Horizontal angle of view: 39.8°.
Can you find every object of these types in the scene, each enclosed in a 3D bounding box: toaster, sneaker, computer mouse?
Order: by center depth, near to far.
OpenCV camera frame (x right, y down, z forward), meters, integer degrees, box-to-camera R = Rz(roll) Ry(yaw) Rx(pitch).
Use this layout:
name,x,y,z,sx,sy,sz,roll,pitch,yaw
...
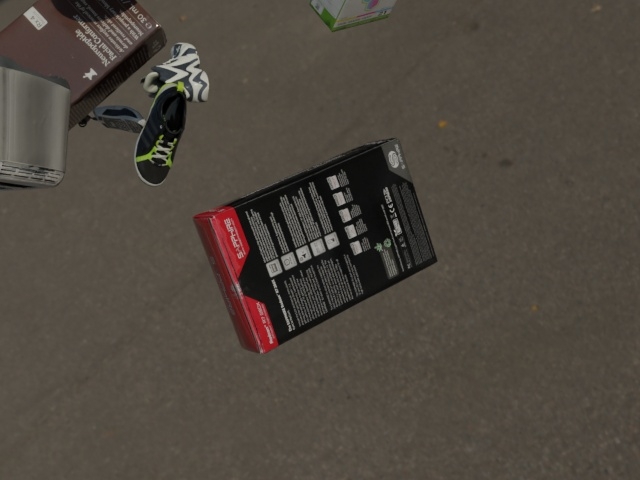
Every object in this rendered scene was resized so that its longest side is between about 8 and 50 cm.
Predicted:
name,x,y,z,sx,sy,sz,roll,pitch,yaw
toaster,-0.399,-0.139,1.079,0.129,0.227,0.146,-3,87,15
sneaker,-0.336,-0.225,1.870,0.097,0.084,0.234,-144,66,-64
computer mouse,-0.465,-0.277,1.961,0.193,0.106,0.042,11,69,12
sneaker,-0.380,-0.419,2.200,0.153,0.094,0.235,-6,48,-24

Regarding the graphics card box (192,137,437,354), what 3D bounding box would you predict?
name,x,y,z,sx,sy,sz,roll,pitch,yaw
graphics card box,0.000,0.000,1.433,0.371,0.232,0.094,-26,13,-27

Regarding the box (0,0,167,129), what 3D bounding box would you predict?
name,x,y,z,sx,sy,sz,roll,pitch,yaw
box,-0.495,-0.329,1.655,0.381,0.191,0.143,-44,2,-6

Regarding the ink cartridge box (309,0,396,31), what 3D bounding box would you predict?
name,x,y,z,sx,sy,sz,roll,pitch,yaw
ink cartridge box,0.108,-0.606,1.971,0.189,0.255,0.097,-24,69,-35
